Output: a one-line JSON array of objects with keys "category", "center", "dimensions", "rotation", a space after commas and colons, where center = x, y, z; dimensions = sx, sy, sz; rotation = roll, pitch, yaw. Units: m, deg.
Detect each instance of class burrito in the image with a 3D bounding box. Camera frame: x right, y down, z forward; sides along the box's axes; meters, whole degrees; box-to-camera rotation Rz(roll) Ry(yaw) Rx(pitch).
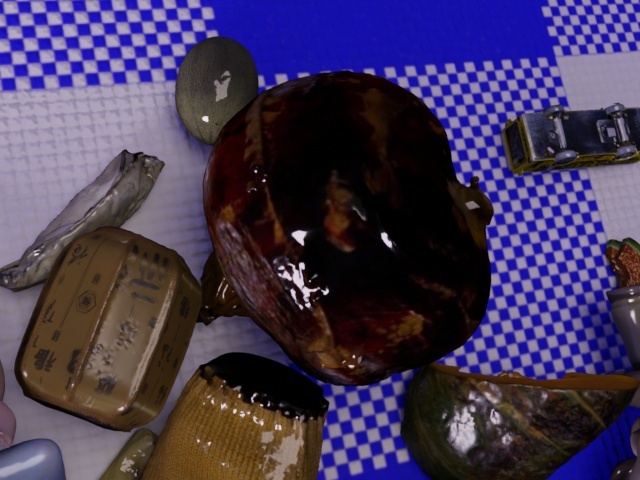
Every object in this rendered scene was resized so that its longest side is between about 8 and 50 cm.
[{"category": "burrito", "center": [-0.256, -0.024, 0.982], "dimensions": [0.058, 0.063, 0.229], "rotation": [36, 64, 23]}]

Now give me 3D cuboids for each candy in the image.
[{"category": "candy", "center": [-0.322, 0.252, 0.841], "dimensions": [0.174, 0.138, 0.071], "rotation": [-19, 59, -24]}]

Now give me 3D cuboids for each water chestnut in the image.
[{"category": "water chestnut", "center": [0.000, 0.000, 0.972], "dimensions": [0.335, 0.346, 0.335], "rotation": [38, 36, -35]}]

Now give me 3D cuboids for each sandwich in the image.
[{"category": "sandwich", "center": [0.431, 0.063, 1.244], "dimensions": [0.067, 0.029, 0.135], "rotation": [1, 76, -15]}]

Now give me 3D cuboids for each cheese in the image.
[{"category": "cheese", "center": [-0.197, 0.235, 0.943], "dimensions": [0.030, 0.044, 0.083], "rotation": [47, 61, -22]}]

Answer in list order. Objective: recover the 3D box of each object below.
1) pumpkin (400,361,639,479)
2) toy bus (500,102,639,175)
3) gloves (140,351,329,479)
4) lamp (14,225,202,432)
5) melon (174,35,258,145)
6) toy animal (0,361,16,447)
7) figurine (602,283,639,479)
[{"category": "pumpkin", "center": [0.236, 0.232, 1.035], "dimensions": [0.278, 0.111, 0.163], "rotation": [3, 91, -2]}, {"category": "toy bus", "center": [0.362, -0.142, 1.249], "dimensions": [0.226, 0.074, 0.081], "rotation": [-8, 80, -23]}, {"category": "gloves", "center": [-0.101, 0.291, 0.899], "dimensions": [0.203, 0.155, 0.357], "rotation": [20, 83, 4]}, {"category": "lamp", "center": [-0.212, 0.090, 0.915], "dimensions": [0.161, 0.161, 0.185], "rotation": [26, 70, -13]}, {"category": "melon", "center": [-0.121, -0.174, 1.055], "dimensions": [0.098, 0.098, 0.131], "rotation": [14, 72, -17]}, {"category": "toy animal", "center": [-0.415, 0.139, 0.824], "dimensions": [0.250, 0.154, 0.167], "rotation": [-7, 70, -26]}, {"category": "figurine", "center": [0.462, 0.233, 1.114], "dimensions": [0.248, 0.203, 0.381], "rotation": [-7, 77, -19]}]
